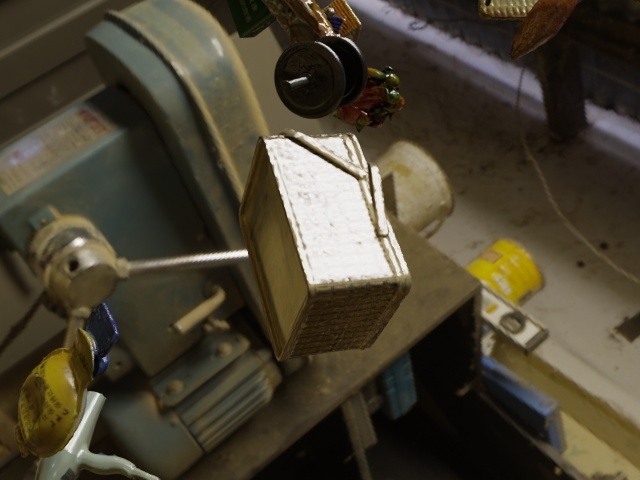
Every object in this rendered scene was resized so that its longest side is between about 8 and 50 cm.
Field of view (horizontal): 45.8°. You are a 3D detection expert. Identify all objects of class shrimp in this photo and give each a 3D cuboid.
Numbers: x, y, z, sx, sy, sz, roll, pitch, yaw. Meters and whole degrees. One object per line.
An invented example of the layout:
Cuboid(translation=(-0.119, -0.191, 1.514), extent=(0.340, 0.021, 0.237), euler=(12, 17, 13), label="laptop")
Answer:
Cuboid(translation=(-0.040, -0.262, 0.834), extent=(0.187, 0.051, 0.132), euler=(47, 14, -5), label="shrimp")

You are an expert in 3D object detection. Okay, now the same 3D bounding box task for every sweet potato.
Cuboid(translation=(0.342, -0.338, 1.089), extent=(0.055, 0.202, 0.058), euler=(46, -6, -27), label="sweet potato")

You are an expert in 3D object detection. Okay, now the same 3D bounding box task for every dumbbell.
Cuboid(translation=(0.001, -0.150, 0.690), extent=(0.069, 0.147, 0.069), euler=(9, -67, 22), label="dumbbell")

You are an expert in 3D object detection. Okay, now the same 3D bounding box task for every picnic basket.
Cuboid(translation=(0.000, 0.000, 1.192), extent=(0.228, 0.175, 0.313), euler=(113, -35, -51), label="picnic basket")

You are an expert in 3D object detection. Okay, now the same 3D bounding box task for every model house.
Cuboid(translation=(0.010, -0.394, 1.395), extent=(0.100, 0.100, 0.088), euler=(-46, -121, 37), label="model house")

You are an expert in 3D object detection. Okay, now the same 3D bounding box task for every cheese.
Cuboid(translation=(-0.350, 0.198, 1.043), extent=(0.064, 0.250, 0.156), euler=(21, 24, -45), label="cheese")

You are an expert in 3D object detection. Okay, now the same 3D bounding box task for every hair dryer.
Cuboid(translation=(-0.314, 0.294, 1.120), extent=(0.067, 0.199, 0.167), euler=(71, 16, -47), label="hair dryer")

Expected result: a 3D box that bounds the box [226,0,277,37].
Cuboid(translation=(-0.048, -0.363, 0.952), extent=(0.235, 0.034, 0.132), euler=(-20, -91, 48), label="box")

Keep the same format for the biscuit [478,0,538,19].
Cuboid(translation=(0.401, -0.548, 1.504), extent=(0.029, 0.172, 0.255), euler=(69, 24, -73), label="biscuit")

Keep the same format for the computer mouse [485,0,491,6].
Cuboid(translation=(0.323, -0.555, 1.371), extent=(0.088, 0.146, 0.264), euler=(145, -49, -78), label="computer mouse")

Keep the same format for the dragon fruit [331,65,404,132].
Cuboid(translation=(0.089, -0.276, 1.415), extent=(0.142, 0.139, 0.175), euler=(29, -21, -35), label="dragon fruit")
